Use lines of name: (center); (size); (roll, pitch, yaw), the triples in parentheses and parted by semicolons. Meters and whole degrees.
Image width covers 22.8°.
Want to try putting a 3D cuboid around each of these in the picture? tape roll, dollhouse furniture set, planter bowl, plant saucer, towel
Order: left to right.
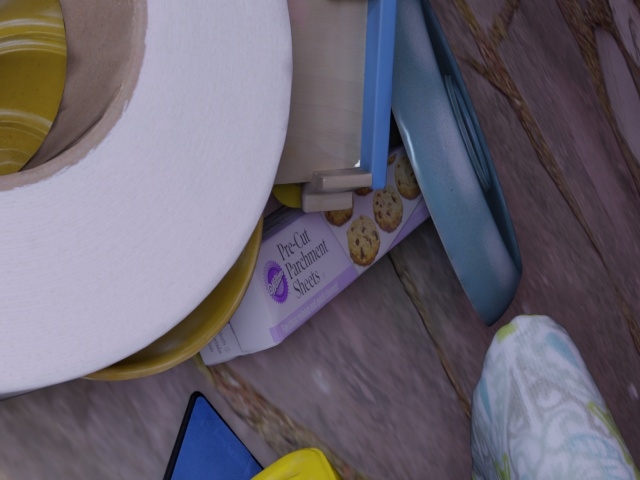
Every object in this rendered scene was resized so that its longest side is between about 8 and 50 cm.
tape roll: (-0.185, -0.115, 0.723); (0.392, 0.072, 0.392); (12, 70, -37)
planter bowl: (-0.142, -0.026, 0.841); (0.217, 0.090, 0.217); (13, 68, -36)
dollhouse furniture set: (-0.122, -0.161, 1.003); (0.286, 0.198, 0.303); (-7, 109, -25)
plant saucer: (0.108, -0.084, 1.325); (0.317, 0.044, 0.317); (-19, 90, -80)
towel: (0.180, 0.279, 1.063); (0.374, 0.090, 0.320); (84, -14, -51)

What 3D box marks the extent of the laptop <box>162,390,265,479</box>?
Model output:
laptop: (0.064, 0.335, 0.901); (0.236, 0.408, 0.382); (-49, 123, -20)

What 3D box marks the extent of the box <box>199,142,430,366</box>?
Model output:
box: (0.000, 0.000, 1.147); (0.324, 0.063, 0.067); (-35, 105, -62)

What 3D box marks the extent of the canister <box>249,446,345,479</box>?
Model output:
canister: (0.027, 0.204, 0.840); (0.170, 0.073, 0.126); (54, 3, -23)
